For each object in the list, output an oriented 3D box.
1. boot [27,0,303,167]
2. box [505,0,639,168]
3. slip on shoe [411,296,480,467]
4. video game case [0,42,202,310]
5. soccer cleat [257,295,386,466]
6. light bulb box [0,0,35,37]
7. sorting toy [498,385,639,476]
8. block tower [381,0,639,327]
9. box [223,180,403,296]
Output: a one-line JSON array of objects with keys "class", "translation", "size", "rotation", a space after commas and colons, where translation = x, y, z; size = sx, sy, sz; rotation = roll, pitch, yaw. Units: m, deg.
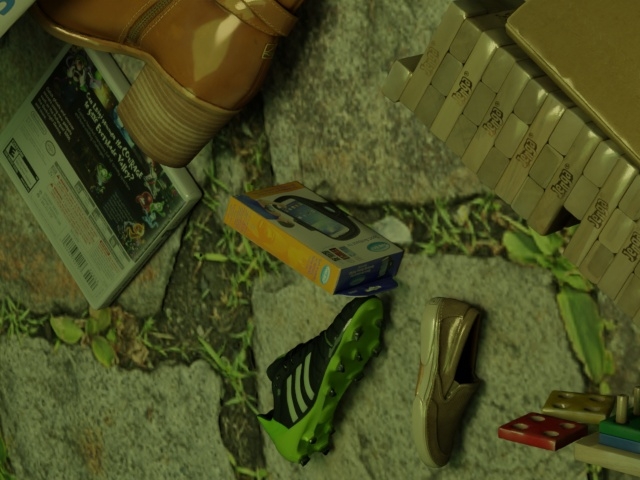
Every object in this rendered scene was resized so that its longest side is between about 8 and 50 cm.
[{"class": "boot", "translation": [-0.126, -0.226, 1.561], "size": [0.220, 0.109, 0.283], "rotation": [-51, 57, 28]}, {"class": "box", "translation": [0.245, -0.124, 1.254], "size": [0.164, 0.021, 0.201], "rotation": [-41, 72, -1]}, {"class": "slip on shoe", "translation": [0.100, 0.111, 1.487], "size": [0.041, 0.051, 0.135], "rotation": [8, 100, 27]}, {"class": "video game case", "translation": [-0.201, -0.062, 1.715], "size": [0.173, 0.022, 0.190], "rotation": [-47, 69, 38]}, {"class": "soccer cleat", "translation": [-0.004, 0.104, 1.565], "size": [0.072, 0.060, 0.179], "rotation": [44, 128, 26]}, {"class": "light bulb box", "translation": [-0.383, -0.313, 1.499], "size": [0.358, 0.361, 0.225], "rotation": [-42, 35, 20]}, {"class": "sorting toy", "translation": [0.252, 0.122, 1.300], "size": [0.274, 0.132, 0.046], "rotation": [11, 106, 39]}, {"class": "block tower", "translation": [0.196, -0.043, 1.336], "size": [0.335, 0.091, 0.097], "rotation": [43, 124, 24]}, {"class": "box", "translation": [0.000, 0.000, 1.519], "size": [0.136, 0.081, 0.028], "rotation": [31, 119, 30]}]
